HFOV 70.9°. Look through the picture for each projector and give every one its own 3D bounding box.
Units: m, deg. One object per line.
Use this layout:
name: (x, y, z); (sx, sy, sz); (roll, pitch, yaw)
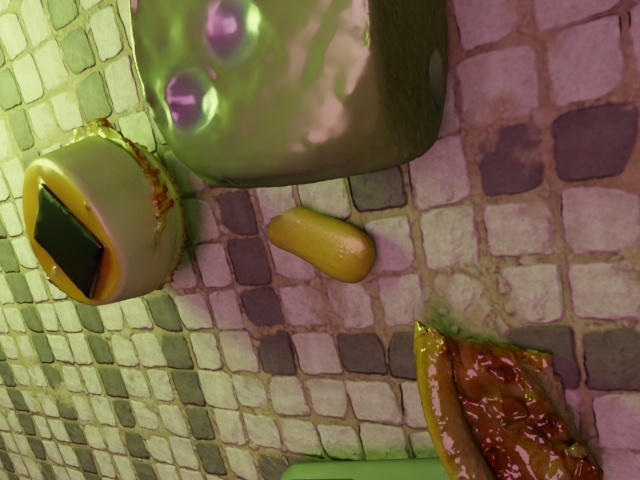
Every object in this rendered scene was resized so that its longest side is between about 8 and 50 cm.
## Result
projector: (0.091, 0.392, 0.688); (0.337, 0.108, 0.108); (-20, 96, 32)

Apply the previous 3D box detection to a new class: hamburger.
hamburger: (-0.346, -0.035, 0.745); (0.276, 0.179, 0.294); (39, 124, 15)

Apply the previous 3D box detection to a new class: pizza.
pizza: (0.236, 0.244, 0.544); (0.182, 0.074, 0.366); (-28, 83, 3)

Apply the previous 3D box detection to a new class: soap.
soap: (0.000, 0.000, 0.648); (0.168, 0.033, 0.089); (29, 116, 18)

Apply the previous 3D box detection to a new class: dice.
dice: (-0.017, -0.197, 0.462); (0.251, 0.254, 0.250); (0, 109, 27)
